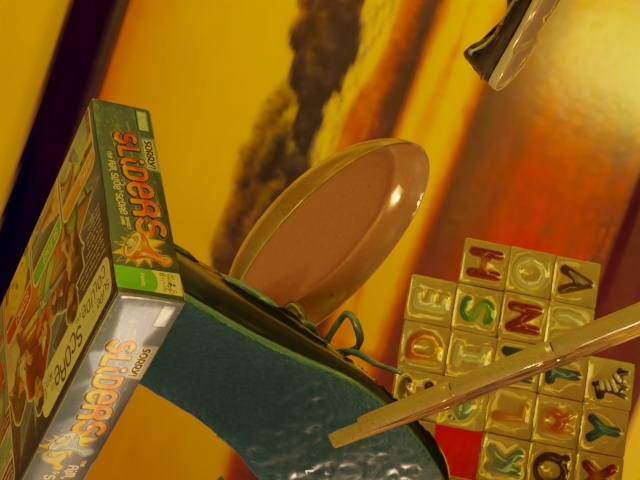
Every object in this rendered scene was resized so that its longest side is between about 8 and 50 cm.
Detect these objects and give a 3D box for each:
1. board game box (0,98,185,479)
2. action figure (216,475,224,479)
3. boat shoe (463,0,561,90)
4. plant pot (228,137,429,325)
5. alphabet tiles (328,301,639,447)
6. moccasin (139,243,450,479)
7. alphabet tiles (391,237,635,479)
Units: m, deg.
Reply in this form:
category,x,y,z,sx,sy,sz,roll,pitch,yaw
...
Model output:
category,x,y,z,sx,sy,sz,roll,pitch,yaw
board game box,-0.133,0.044,0.711,0.201,0.035,0.136,-57,35,38
action figure,-0.064,0.339,1.171,0.063,0.232,0.137,-34,1,38
boat shoe,0.215,-0.258,1.428,0.075,0.065,0.206,-29,-27,-47
plant pot,0.000,0.000,1.148,0.236,0.032,0.236,-38,-23,-20
alphabet tiles,0.180,0.043,0.731,0.285,0.342,0.011,-6,-108,-58
moccasin,-0.035,0.087,0.993,0.137,0.342,0.117,-42,18,22
alphabet tiles,0.158,0.122,1.090,0.009,0.198,0.237,115,166,-77
